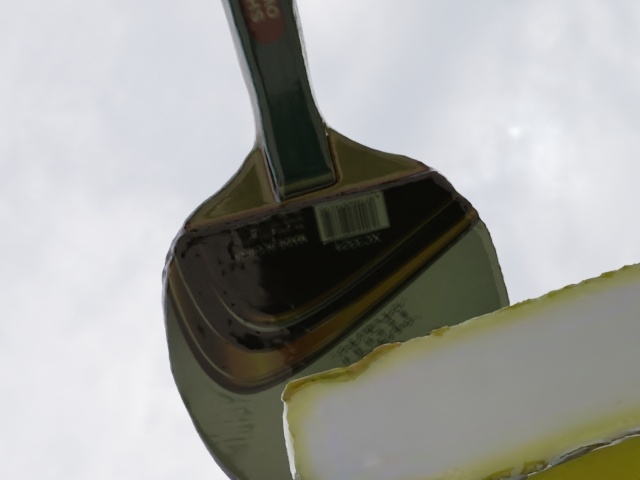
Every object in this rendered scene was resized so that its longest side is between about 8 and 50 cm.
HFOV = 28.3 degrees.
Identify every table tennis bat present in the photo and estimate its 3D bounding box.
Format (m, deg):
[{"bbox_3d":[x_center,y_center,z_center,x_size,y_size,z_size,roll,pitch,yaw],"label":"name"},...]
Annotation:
[{"bbox_3d":[0.000,0.000,0.624,0.174,0.022,0.301,-14,-73,-4],"label":"table tennis bat"}]

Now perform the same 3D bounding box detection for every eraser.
[{"bbox_3d":[0.091,0.118,0.426,0.158,0.069,0.226,-21,-54,1],"label":"eraser"}]
